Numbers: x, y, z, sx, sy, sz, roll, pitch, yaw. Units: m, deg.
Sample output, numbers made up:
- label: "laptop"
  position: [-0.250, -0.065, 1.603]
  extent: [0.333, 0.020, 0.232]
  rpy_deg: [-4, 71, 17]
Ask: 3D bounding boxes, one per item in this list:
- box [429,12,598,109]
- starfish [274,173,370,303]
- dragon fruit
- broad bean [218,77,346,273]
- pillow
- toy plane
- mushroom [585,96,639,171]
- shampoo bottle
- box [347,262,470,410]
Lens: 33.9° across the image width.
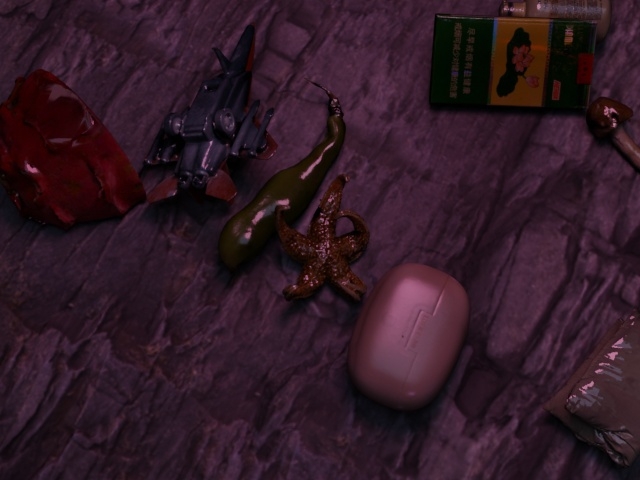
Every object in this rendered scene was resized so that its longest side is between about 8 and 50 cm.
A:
- label: "box"
  position: [0.281, -0.262, 1.539]
  extent: [0.235, 0.034, 0.132]
  rpy_deg: [2, 107, 0]
- label: "starfish"
  position: [0.000, -0.002, 1.452]
  extent: [0.146, 0.074, 0.189]
  rpy_deg: [9, 74, -15]
- label: "dragon fruit"
  position: [-0.377, -0.139, 1.472]
  extent: [0.261, 0.189, 0.163]
  rpy_deg: [45, 46, 16]
- label: "broad bean"
  position: [-0.049, -0.083, 1.500]
  extent: [0.098, 0.056, 0.318]
  rpy_deg: [24, 69, 10]
- label: "pillow"
  position: [0.408, 0.197, 1.406]
  extent: [0.134, 0.078, 0.181]
  rpy_deg: [40, 73, 8]
- label: "toy plane"
  position: [-0.145, -0.194, 1.506]
  extent: [0.223, 0.104, 0.326]
  rpy_deg: [-1, 66, 29]
- label: "mushroom"
  position: [0.464, -0.137, 1.528]
  extent: [0.187, 0.060, 0.061]
  rpy_deg: [46, 62, 4]
- label: "shampoo bottle"
  position: [0.349, -0.338, 1.574]
  extent: [0.162, 0.079, 0.079]
  rpy_deg: [3, 72, 0]
- label: "box"
  position: [0.119, 0.128, 1.414]
  extent: [0.146, 0.088, 0.200]
  rpy_deg: [22, 74, 5]
